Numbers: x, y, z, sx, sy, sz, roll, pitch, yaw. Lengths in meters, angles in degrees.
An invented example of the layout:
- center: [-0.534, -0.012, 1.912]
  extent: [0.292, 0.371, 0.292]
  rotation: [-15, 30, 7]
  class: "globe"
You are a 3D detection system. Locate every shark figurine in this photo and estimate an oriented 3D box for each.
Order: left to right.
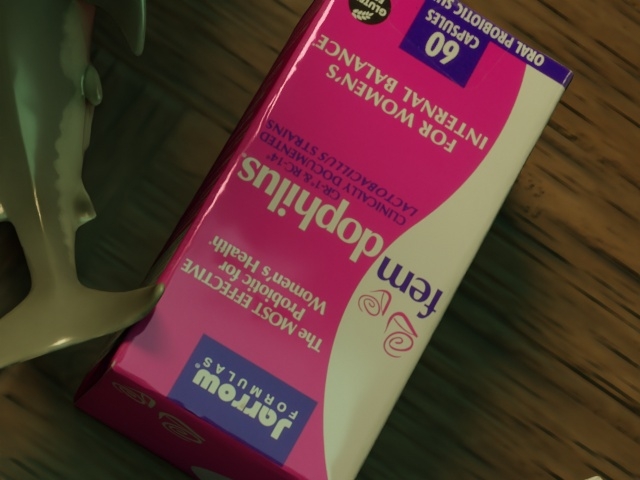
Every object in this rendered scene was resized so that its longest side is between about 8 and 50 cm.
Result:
- center: [-0.137, -0.077, 0.779]
  extent: [0.116, 0.166, 0.278]
  rotation: [4, 84, -21]
  class: "shark figurine"

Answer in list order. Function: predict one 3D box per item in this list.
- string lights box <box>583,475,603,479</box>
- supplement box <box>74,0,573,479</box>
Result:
- center: [0.015, 0.203, 0.790]
  extent: [0.260, 0.077, 0.133]
  rotation: [-16, 81, -17]
  class: "string lights box"
- center: [0.000, 0.000, 0.819]
  extent: [0.111, 0.114, 0.220]
  rotation: [31, 73, -7]
  class: "supplement box"
